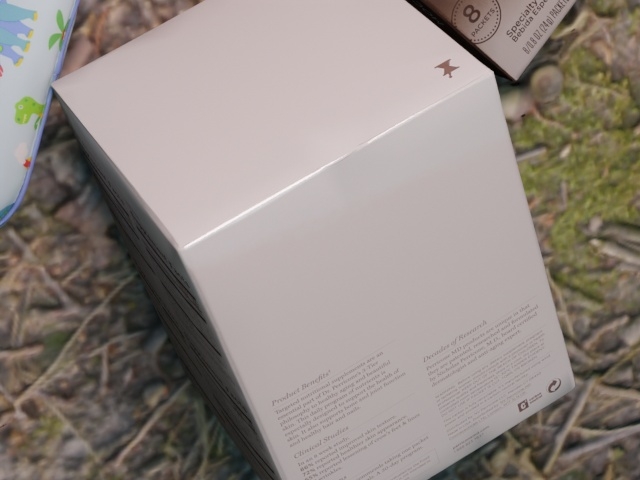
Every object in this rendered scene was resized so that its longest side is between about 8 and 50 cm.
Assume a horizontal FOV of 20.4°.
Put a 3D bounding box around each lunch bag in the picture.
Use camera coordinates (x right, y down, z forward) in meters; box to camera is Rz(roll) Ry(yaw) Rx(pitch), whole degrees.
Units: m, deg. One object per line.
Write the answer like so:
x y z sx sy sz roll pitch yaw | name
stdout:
-0.242 -0.124 1.056 0.176 0.090 0.219 13 99 -24 | lunch bag

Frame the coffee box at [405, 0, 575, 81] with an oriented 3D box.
0.132 -0.272 1.139 0.168 0.119 0.297 39 88 -26 | coffee box

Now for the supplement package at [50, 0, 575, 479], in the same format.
0.000 0.000 1.081 0.199 0.198 0.262 -30 132 -11 | supplement package
